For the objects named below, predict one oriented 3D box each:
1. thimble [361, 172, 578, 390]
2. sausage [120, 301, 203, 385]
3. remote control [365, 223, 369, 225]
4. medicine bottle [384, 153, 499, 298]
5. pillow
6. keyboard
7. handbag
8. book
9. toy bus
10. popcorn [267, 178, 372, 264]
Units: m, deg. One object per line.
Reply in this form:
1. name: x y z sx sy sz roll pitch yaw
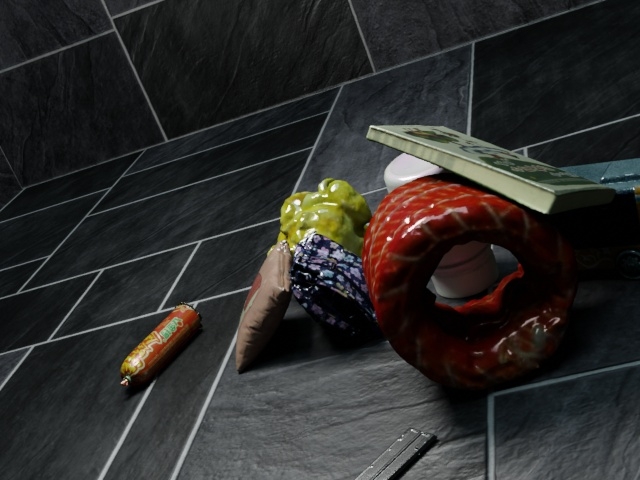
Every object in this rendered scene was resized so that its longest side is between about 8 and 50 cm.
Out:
1. thimble: 0.246 0.064 1.632 0.350 0.350 0.230 -21 19 3
2. sausage: -0.362 0.242 2.144 0.083 0.083 0.264 -7 27 34
3. remote control: 0.181 -0.049 2.355 0.234 0.038 0.098 -26 22 -12
4. medicine bottle: 0.248 -0.037 1.914 0.170 0.293 0.170 -19 23 8
5. pillow: -0.114 0.135 2.018 0.084 0.236 0.223 21 29 -6
6. keyboard: 0.097 0.360 1.500 0.202 0.011 0.067 -36 23 -31
7. handbag: 0.034 0.100 1.944 0.127 0.229 0.208 -52 9 26
8. book: 0.297 -0.136 1.673 0.371 0.043 0.260 26 21 33
9. toy bus: 0.527 -0.043 1.792 0.324 0.194 0.162 -6 26 37
10. popcorn: -0.004 -0.007 2.181 0.242 0.235 0.250 -48 19 -22
